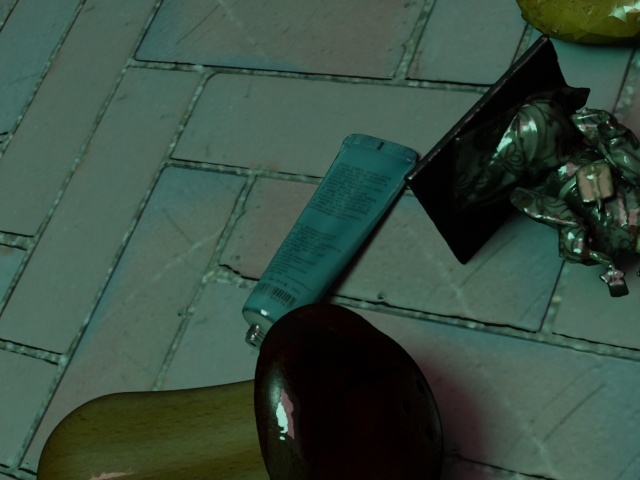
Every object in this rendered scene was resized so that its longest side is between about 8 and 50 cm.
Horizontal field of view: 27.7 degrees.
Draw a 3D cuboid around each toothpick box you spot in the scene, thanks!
[{"bbox_3d":[-0.056,0.161,0.960,0.294,0.192,0.192,-18,53,25],"label":"toothpick box"}]

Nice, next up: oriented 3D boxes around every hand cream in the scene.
[{"bbox_3d":[0.000,0.000,1.126,0.083,0.048,0.224,19,65,36],"label":"hand cream"}]

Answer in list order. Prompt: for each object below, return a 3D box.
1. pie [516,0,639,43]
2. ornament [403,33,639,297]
[{"bbox_3d":[0.287,-0.272,1.117,0.273,0.069,0.273,-16,50,19],"label":"pie"},{"bbox_3d":[0.204,-0.022,0.966,0.166,0.153,0.196,-47,59,-4],"label":"ornament"}]
